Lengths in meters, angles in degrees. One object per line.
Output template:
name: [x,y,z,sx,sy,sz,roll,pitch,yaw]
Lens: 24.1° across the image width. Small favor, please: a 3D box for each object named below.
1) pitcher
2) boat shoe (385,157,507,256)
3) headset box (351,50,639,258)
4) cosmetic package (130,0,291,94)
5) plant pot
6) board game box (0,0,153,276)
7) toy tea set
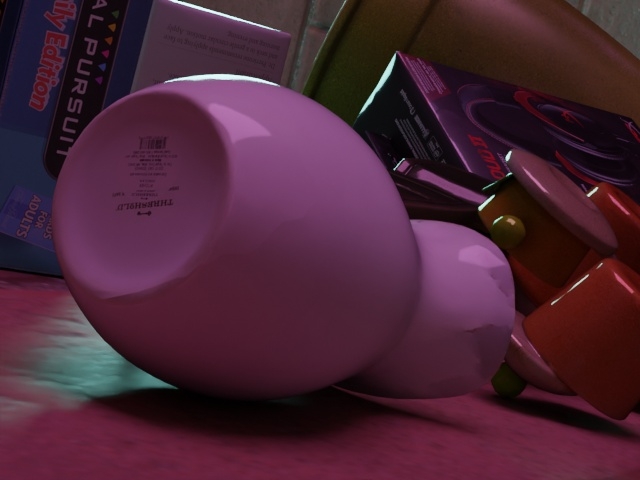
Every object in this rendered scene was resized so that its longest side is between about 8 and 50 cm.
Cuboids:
pitcher: [-0.036,0.012,0.639,0.177,0.125,0.207,-7,-18,29]
boat shoe: [0.044,0.008,0.950,0.110,0.104,0.307,27,12,29]
headset box: [0.167,-0.033,1.247,0.293,0.110,0.218,12,33,-28]
cosmetic package: [-0.144,-0.109,1.248,0.151,0.184,0.151,10,7,-45]
plant pot: [0.188,-0.108,1.557,0.353,0.366,0.366,27,7,9]
board game box: [-0.223,-0.139,0.931,0.079,0.254,0.336,11,6,-38]
toy tea set: [0.162,0.053,0.921,0.200,0.124,0.336,50,17,25]
